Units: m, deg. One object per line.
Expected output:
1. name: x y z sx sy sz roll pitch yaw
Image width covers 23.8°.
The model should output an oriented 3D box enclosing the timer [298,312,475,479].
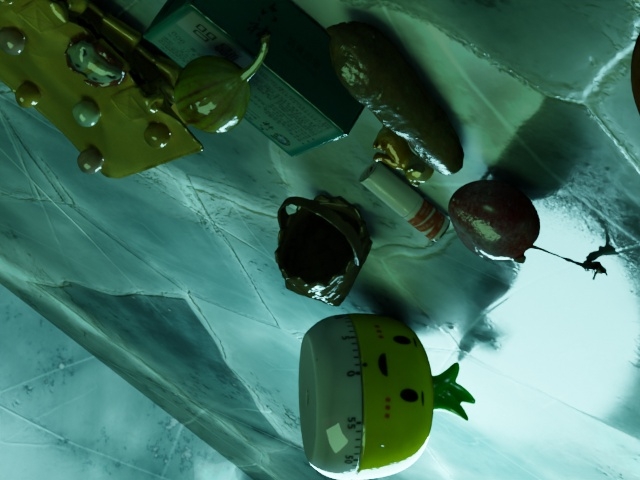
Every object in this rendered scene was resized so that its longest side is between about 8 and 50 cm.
1. timer: 0.110 0.242 2.384 0.285 0.285 0.285 27 157 12

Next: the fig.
1. fig: -0.116 -0.179 1.712 0.093 0.093 0.166 33 158 -4

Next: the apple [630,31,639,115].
1. apple: 0.370 -0.142 1.253 0.230 0.230 0.230 27 157 12

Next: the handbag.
1. handbag: -0.348 -0.250 2.075 0.401 0.133 0.283 43 150 -27

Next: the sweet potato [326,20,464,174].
1. sweet potato: 0.099 -0.156 1.760 0.075 0.075 0.273 6 151 47

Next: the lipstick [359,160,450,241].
1. lipstick: 0.111 -0.052 1.995 0.130 0.038 0.038 39 157 -17

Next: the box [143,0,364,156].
1. box: -0.071 -0.218 1.811 0.245 0.092 0.153 38 156 -19

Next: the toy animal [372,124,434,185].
1. toy animal: 0.110 -0.108 1.874 0.083 0.060 0.081 23 120 19

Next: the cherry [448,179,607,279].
1. cherry: 0.245 -0.003 1.872 0.225 0.090 0.107 33 148 -27

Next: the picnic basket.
1. picnic basket: 0.000 0.000 2.113 0.128 0.138 0.178 22 158 15
